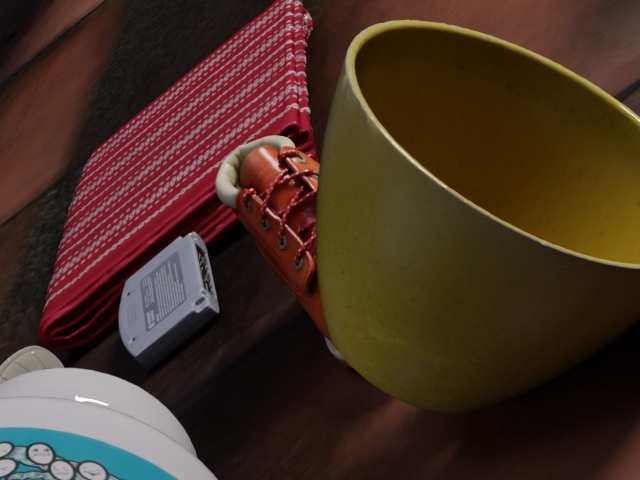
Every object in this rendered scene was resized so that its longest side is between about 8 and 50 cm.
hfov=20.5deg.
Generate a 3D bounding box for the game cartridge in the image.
[{"bbox_3d":[-0.080,0.032,0.917,0.056,0.017,0.083,-36,27,9],"label":"game cartridge"}]

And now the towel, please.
[{"bbox_3d":[-0.081,-0.048,1.078,0.199,0.031,0.275,-37,20,14],"label":"towel"}]

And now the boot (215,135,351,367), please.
[{"bbox_3d":[0.000,0.000,0.741,0.059,0.084,0.158,-43,21,-7],"label":"boot"}]

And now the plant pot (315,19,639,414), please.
[{"bbox_3d":[0.051,0.002,0.602,0.134,0.134,0.095,-77,13,-59],"label":"plant pot"}]

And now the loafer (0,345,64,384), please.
[{"bbox_3d":[-0.163,0.102,0.902,0.039,0.045,0.125,-40,21,28],"label":"loafer"}]

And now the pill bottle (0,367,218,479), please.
[{"bbox_3d":[-0.092,0.143,0.519,0.146,0.146,0.264,-36,20,17],"label":"pill bottle"}]
